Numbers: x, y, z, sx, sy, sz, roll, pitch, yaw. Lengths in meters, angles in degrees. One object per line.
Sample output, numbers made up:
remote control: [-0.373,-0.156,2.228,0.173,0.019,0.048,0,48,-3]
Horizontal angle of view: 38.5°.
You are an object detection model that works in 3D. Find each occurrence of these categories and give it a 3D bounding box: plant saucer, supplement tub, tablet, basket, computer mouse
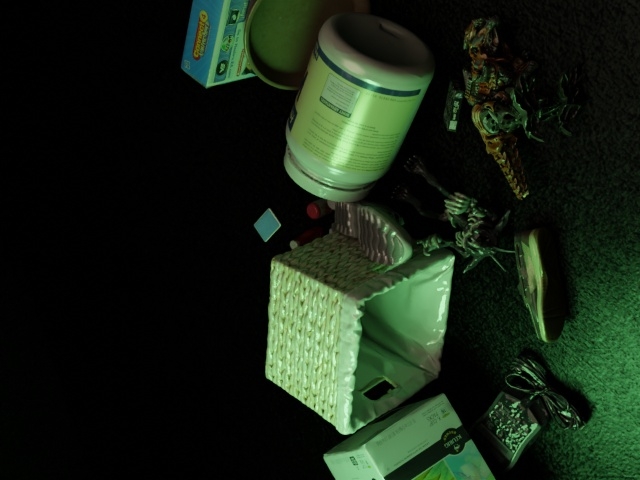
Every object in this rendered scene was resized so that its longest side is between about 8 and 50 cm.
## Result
plant saucer: [-0.029,-0.431,1.839,0.041,0.278,0.278,58,140,41]
supplement tub: [0.067,-0.262,1.829,0.235,0.235,0.325,41,131,23]
tablet: [-0.132,-0.038,2.275,0.054,0.006,0.083,55,136,10]
basket: [0.078,0.164,1.938,0.266,0.328,0.331,26,124,36]
computer mouse: [0.412,0.382,1.907,0.188,0.072,0.272,47,121,21]

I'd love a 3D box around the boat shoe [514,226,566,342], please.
boat shoe: [0.418,0.085,1.766,0.073,0.080,0.223,0,102,49]

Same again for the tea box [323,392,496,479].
tea box: [0.210,0.538,1.975,0.323,0.220,0.329,58,159,7]

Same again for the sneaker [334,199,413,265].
sneaker: [0.129,-0.035,1.875,0.281,0.115,0.105,-136,43,-59]

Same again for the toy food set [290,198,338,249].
toy food set: [0.000,0.000,2.096,0.111,0.104,0.232,23,122,35]

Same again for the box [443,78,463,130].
box: [0.257,-0.263,1.775,0.018,0.067,0.083,6,118,-3]

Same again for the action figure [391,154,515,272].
action figure: [0.259,-0.039,1.815,0.275,0.141,0.164,43,120,24]

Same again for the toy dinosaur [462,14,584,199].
toy dinosaur: [0.351,-0.248,1.669,0.218,0.164,0.322,5,130,57]

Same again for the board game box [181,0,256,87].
board game box: [-0.120,-0.488,1.861,0.086,0.302,0.308,38,129,26]
